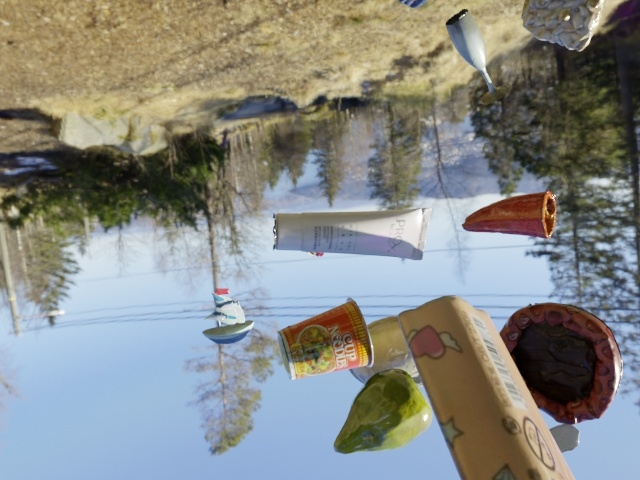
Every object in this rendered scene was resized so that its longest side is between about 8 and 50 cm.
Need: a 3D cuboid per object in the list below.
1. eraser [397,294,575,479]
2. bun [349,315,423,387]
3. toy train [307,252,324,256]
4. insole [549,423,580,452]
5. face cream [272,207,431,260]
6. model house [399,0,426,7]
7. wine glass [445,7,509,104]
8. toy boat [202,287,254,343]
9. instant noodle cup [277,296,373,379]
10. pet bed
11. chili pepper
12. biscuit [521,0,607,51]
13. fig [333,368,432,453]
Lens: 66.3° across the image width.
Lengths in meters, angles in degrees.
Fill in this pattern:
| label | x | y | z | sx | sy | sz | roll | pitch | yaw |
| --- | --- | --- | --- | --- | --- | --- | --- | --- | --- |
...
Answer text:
| label | x | y | z | sx | sy | sz | roll | pitch | yaw |
| --- | --- | --- | --- | --- | --- | --- | --- | --- | --- |
| eraser | 0.187 | 0.208 | 0.508 | 0.087 | 0.291 | 0.171 | -37 | 141 | 24 |
| bun | 0.254 | 0.346 | 1.525 | 0.364 | 0.220 | 0.365 | -21 | 177 | -1 |
| toy train | 0.000 | 0.000 | 1.845 | 0.087 | 0.138 | 0.050 | 32 | -167 | -43 |
| insole | 0.331 | 0.351 | 0.808 | 0.197 | 0.065 | 0.004 | -30 | -169 | 13 |
| face cream | 0.047 | -0.010 | 0.753 | 0.243 | 0.092 | 0.058 | 0 | -152 | -9 |
| model house | 0.140 | -0.408 | 0.631 | 0.166 | 0.172 | 0.183 | -20 | -151 | 55 |
| wine glass | 0.325 | -0.383 | 1.027 | 0.066 | 0.198 | 0.066 | -30 | -149 | 20 |
| toy boat | -0.189 | 0.159 | 1.034 | 0.105 | 0.150 | 0.034 | 10 | -155 | -20 |
| instant noodle cup | 0.004 | 0.265 | 1.269 | 0.212 | 0.193 | 0.193 | -14 | -175 | -13 |
| pet bed | 0.378 | 0.193 | 0.791 | 0.201 | 0.202 | 0.053 | -4 | -175 | 36 |
| chili pepper | 0.333 | -0.038 | 0.890 | 0.168 | 0.088 | 0.065 | -7 | 140 | 45 |
| biscuit | 0.247 | -0.259 | 0.480 | 0.070 | 0.169 | 0.082 | 21 | 148 | 12 |
| fig | 0.145 | 0.383 | 1.099 | 0.233 | 0.167 | 0.167 | -13 | -174 | -35 |
